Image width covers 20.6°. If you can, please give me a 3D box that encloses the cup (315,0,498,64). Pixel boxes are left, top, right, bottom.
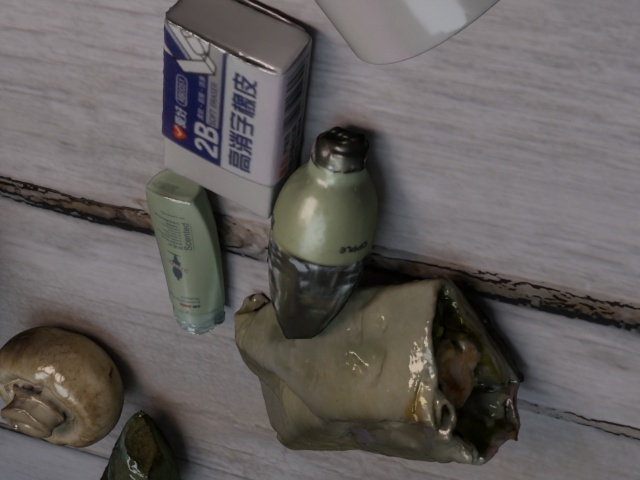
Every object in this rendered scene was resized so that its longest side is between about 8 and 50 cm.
[{"bbox_3d":[0.069,-0.281,1.170,0.290,0.219,0.257,-20,116,46],"label":"cup"}]

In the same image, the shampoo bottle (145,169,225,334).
[{"bbox_3d":[-0.136,0.013,1.819,0.072,0.049,0.212,15,141,18],"label":"shampoo bottle"}]

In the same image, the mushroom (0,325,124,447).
[{"bbox_3d":[-0.312,0.179,2.087,0.166,0.127,0.166,24,150,14],"label":"mushroom"}]

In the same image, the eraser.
[{"bbox_3d":[-0.078,-0.123,1.601,0.124,0.068,0.210,26,145,13],"label":"eraser"}]

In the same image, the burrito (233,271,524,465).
[{"bbox_3d":[0.036,0.143,1.770,0.332,0.135,0.190,-8,135,48],"label":"burrito"}]

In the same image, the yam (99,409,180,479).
[{"bbox_3d":[-0.223,0.296,2.169,0.106,0.106,0.259,33,146,1],"label":"yam"}]

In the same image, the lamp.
[{"bbox_3d":[0.000,0.000,1.644,0.101,0.101,0.250,23,129,15],"label":"lamp"}]
